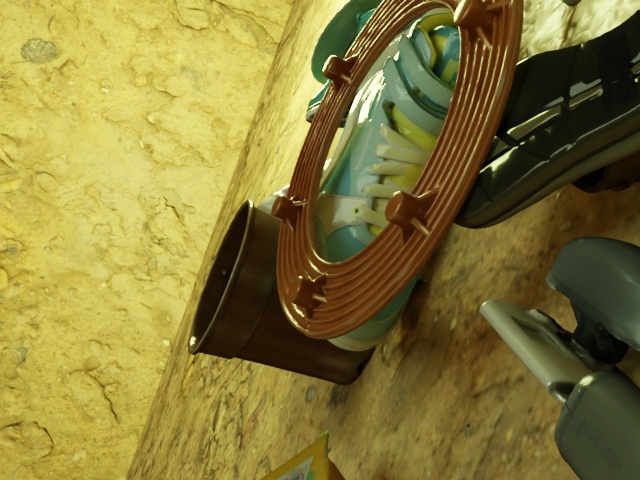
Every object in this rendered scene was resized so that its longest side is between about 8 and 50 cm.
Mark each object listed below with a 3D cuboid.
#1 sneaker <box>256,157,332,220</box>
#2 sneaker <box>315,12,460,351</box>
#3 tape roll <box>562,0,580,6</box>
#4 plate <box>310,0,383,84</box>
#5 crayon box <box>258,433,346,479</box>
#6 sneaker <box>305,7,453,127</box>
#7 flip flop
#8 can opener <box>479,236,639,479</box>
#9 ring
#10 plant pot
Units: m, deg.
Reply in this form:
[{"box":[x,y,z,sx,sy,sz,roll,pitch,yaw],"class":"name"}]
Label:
[{"box":[0.001,0.001,1.044,0.161,0.102,0.282,-41,-15,-25],"class":"sneaker"},{"box":[0.077,-0.071,0.739,0.208,0.127,0.319,132,155,-59],"class":"sneaker"},{"box":[0.208,-0.256,0.300,0.392,0.072,0.392,-47,0,0],"class":"tape roll"},{"box":[0.071,-0.260,1.061,0.188,0.024,0.188,-33,-19,-13],"class":"plate"},{"box":[-0.054,0.265,0.545,0.203,0.083,0.323,-36,5,5],"class":"crayon box"},{"box":[0.073,-0.213,0.982,0.275,0.107,0.110,-34,59,51],"class":"sneaker"},{"box":[0.176,-0.075,0.481,0.277,0.080,0.112,-32,35,42],"class":"flip flop"},{"box":[0.149,0.067,0.348,0.283,0.075,0.095,-119,51,-72],"class":"can opener"},{"box":[0.038,-0.087,0.654,0.337,0.032,0.337,-52,25,37],"class":"ring"},{"box":[-0.031,0.065,0.860,0.167,0.165,0.167,-60,16,30],"class":"plant pot"}]
